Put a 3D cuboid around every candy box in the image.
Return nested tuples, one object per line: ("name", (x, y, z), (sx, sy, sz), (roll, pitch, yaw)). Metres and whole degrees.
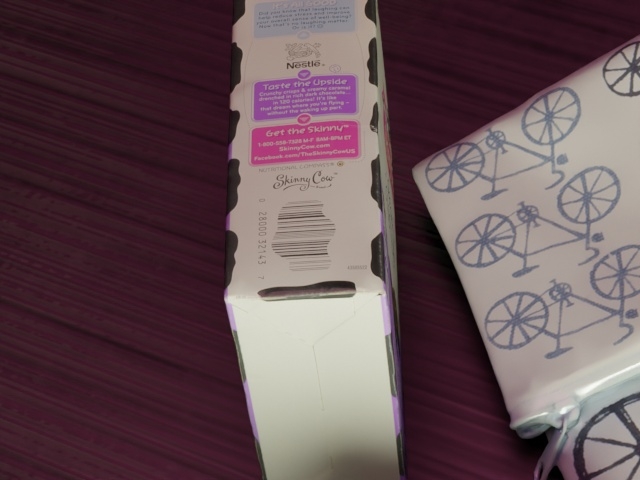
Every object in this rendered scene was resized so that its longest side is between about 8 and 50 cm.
("candy box", (0.000, 0.000, 0.909), (0.070, 0.165, 0.196), (-4, 50, 4))

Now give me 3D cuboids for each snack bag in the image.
("snack bag", (0.227, 0.017, 0.868), (0.323, 0.037, 0.342), (-28, 53, 14))
